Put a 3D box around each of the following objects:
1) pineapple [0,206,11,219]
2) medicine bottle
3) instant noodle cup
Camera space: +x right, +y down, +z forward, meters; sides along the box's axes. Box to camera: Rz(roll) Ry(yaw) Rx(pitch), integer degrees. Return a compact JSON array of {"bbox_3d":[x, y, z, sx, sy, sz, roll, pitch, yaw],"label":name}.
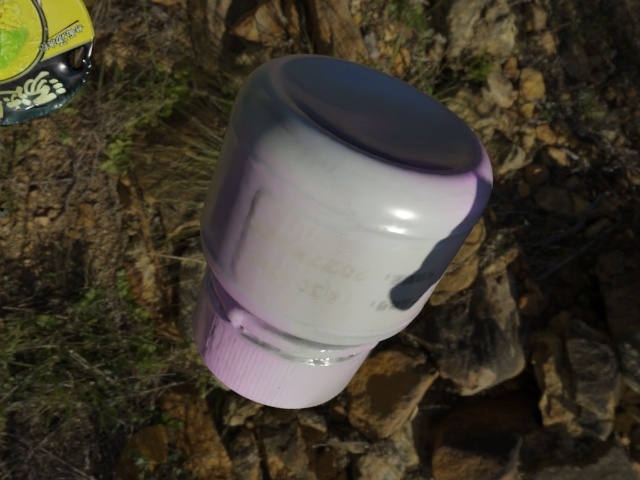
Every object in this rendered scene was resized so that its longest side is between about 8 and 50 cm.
[{"bbox_3d":[-0.532,-0.060,0.640,0.357,0.223,0.223,20,62,-39],"label":"pineapple"},{"bbox_3d":[0.000,0.000,0.575,0.241,0.302,0.241,16,35,-12],"label":"medicine bottle"},{"bbox_3d":[-0.354,-0.271,0.590,0.215,0.215,0.236,36,25,-50],"label":"instant noodle cup"}]
